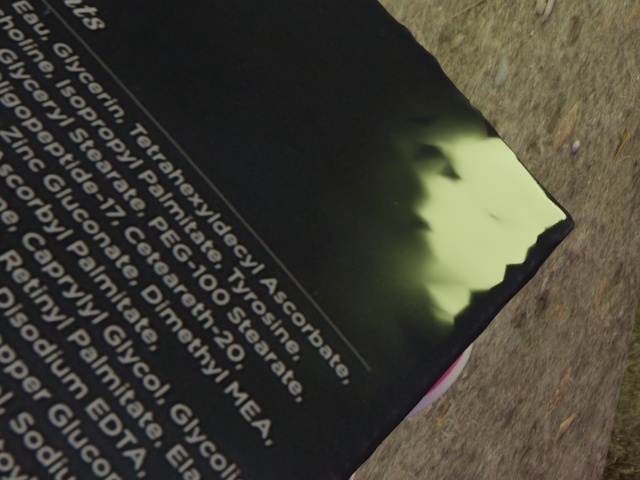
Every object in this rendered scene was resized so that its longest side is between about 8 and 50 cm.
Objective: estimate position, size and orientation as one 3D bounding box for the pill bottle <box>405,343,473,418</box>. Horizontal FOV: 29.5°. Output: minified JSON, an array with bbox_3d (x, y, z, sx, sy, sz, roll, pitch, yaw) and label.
[{"bbox_3d":[0.000,0.000,0.943,0.160,0.160,0.283,-55,131,-32],"label":"pill bottle"}]

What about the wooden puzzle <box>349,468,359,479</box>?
[{"bbox_3d":[-0.159,0.246,1.032,0.348,0.080,0.322,22,83,-28],"label":"wooden puzzle"}]

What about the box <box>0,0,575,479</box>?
[{"bbox_3d":[-0.224,0.110,0.502,0.480,0.297,0.472,-46,176,41],"label":"box"}]
